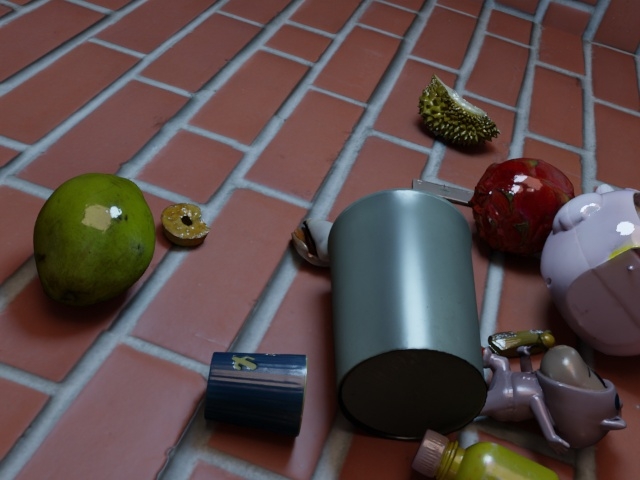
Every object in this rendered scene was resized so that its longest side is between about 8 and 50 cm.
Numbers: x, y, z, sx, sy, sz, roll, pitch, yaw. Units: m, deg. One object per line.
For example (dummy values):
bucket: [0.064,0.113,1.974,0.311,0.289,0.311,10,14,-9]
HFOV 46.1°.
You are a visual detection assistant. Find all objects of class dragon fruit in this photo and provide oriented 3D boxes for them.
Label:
dragon fruit: [0.465,-0.077,1.735,0.252,0.241,0.241,16,38,-6]

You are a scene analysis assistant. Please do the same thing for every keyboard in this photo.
keyboard: [0.312,-0.120,1.900,0.166,0.017,0.055,13,42,-4]

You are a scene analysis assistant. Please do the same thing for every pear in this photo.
pear: [-0.404,-0.003,1.351,0.212,0.212,0.269,14,47,-2]

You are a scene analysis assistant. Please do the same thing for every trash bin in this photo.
trash bin: [0.150,0.109,1.357,0.280,0.280,0.432,10,42,-7]

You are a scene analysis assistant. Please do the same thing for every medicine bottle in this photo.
medicine bottle: [0.251,0.374,1.180,0.213,0.121,0.122,24,39,12]

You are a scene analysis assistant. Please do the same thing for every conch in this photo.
conch: [-0.005,-0.006,1.587,0.104,0.094,0.176,-44,53,-2]

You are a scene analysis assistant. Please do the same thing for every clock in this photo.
clock: [0.626,0.055,1.571,0.368,0.250,0.377,50,34,-3]

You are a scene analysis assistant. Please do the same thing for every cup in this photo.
cup: [-0.105,0.239,1.237,0.155,0.131,0.176,7,9,-5]

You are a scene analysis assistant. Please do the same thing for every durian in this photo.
durian: [0.379,-0.335,2.103,0.250,0.183,0.138,35,78,18]

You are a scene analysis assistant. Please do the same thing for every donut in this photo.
donut: [-0.283,-0.029,1.557,0.097,0.043,0.108,-3,43,-23]

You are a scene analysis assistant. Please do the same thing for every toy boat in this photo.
toy boat: [0.403,0.200,1.507,0.149,0.047,0.049,-4,42,-23]

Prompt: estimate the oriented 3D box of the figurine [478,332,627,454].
figurine: [0.390,0.264,1.334,0.288,0.186,0.176,8,10,17]
